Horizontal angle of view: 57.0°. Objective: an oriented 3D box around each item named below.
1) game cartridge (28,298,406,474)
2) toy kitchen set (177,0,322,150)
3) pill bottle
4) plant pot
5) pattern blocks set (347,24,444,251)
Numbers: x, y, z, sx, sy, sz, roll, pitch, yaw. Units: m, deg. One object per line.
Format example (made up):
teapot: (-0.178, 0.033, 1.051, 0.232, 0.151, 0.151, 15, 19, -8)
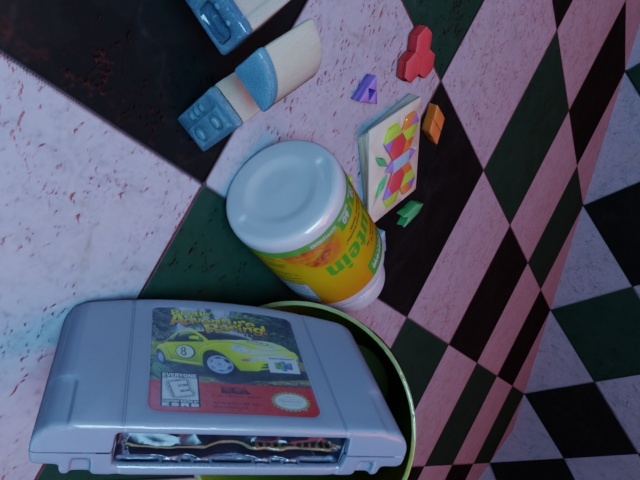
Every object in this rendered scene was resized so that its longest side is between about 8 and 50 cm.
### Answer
game cartridge: (-0.088, 0.125, 0.539, 0.295, 0.196, 0.060, 7, 109, -19)
toy kitchen set: (-0.125, -0.181, 0.487, 0.122, 0.166, 0.207, -43, 106, -31)
pill bottle: (0.000, 0.000, 0.721, 0.136, 0.136, 0.245, -57, 148, -12)
plant pot: (0.004, 0.217, 0.801, 0.274, 0.275, 0.293, -65, 165, 1)
pattern blocks set: (0.111, -0.124, 0.902, 0.285, 0.026, 0.324, -49, 145, -23)
